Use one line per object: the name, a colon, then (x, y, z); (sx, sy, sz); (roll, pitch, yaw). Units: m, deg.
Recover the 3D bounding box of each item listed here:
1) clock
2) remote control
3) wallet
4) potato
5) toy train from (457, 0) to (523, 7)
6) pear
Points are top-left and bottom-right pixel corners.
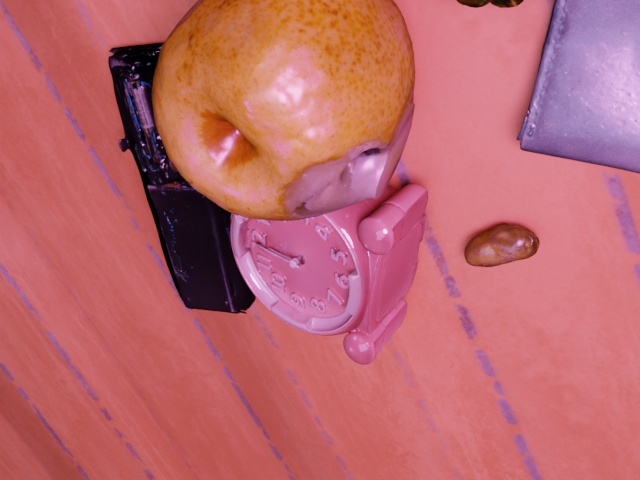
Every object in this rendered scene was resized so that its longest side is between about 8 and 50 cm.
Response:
clock: (0.000, 0.000, 0.901); (0.241, 0.142, 0.227); (22, 129, 23)
remote control: (-0.183, -0.064, 0.981); (0.144, 0.062, 0.399); (2, 123, 23)
wallet: (0.332, -0.183, 0.659); (0.251, 0.054, 0.291); (15, 127, 17)
potato: (0.211, 0.005, 0.851); (0.092, 0.045, 0.047); (-15, 77, 36)
toy train: (0.199, -0.276, 0.609); (0.225, 0.090, 0.137); (4, 105, 39)
pear: (-0.029, -0.154, 0.720); (0.271, 0.271, 0.271); (13, 126, 18)
